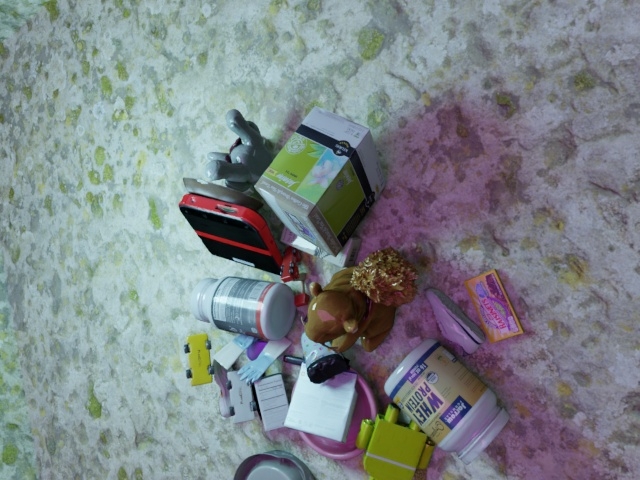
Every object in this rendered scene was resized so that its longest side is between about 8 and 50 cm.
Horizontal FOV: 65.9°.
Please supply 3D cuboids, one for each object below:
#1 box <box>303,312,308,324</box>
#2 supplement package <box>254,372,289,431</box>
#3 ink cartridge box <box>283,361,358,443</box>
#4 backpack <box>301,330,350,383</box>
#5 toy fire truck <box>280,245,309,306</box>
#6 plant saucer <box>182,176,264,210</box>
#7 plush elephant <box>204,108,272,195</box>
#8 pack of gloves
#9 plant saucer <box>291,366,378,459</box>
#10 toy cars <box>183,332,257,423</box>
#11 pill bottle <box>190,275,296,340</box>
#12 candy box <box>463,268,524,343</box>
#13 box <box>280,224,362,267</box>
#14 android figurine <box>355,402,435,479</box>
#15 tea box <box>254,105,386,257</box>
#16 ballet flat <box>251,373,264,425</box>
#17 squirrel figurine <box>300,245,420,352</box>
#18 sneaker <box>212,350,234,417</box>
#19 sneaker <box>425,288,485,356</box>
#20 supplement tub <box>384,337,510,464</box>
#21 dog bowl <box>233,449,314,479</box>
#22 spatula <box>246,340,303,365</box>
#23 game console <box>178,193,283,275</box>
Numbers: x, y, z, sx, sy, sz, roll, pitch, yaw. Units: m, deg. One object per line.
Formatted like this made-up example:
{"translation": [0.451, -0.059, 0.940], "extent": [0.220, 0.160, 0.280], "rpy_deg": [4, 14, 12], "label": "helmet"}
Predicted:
{"translation": [-0.018, 0.297, 1.806], "extent": [0.083, 0.018, 0.067], "rpy_deg": [36, 105, 24], "label": "box"}
{"translation": [-0.174, 0.590, 1.816], "extent": [0.105, 0.105, 0.180], "rpy_deg": [-13, 81, -9], "label": "supplement package"}
{"translation": [0.009, 0.540, 1.658], "extent": [0.223, 0.045, 0.224], "rpy_deg": [4, 63, 29], "label": "ink cartridge box"}
{"translation": [0.007, 0.374, 1.670], "extent": [0.151, 0.115, 0.182], "rpy_deg": [-24, 36, 4], "label": "backpack"}
{"translation": [-0.088, 0.130, 1.801], "extent": [0.047, 0.135, 0.192], "rpy_deg": [-18, 47, 27], "label": "toy fire truck"}
{"translation": [-0.365, -0.161, 1.836], "extent": [0.310, 0.310, 0.050], "rpy_deg": [15, 86, 28], "label": "plant saucer"}
{"translation": [-0.302, -0.298, 1.854], "extent": [0.255, 0.329, 0.272], "rpy_deg": [0, 75, 51], "label": "plush elephant"}
{"translation": [-0.253, 0.421, 1.857], "extent": [0.195, 0.232, 0.046], "rpy_deg": [30, 146, 27], "label": "pack of gloves"}
{"translation": [0.056, 0.584, 1.725], "extent": [0.331, 0.084, 0.333], "rpy_deg": [-1, 88, 28], "label": "plant saucer"}
{"translation": [-0.376, 0.518, 1.867], "extent": [0.393, 0.087, 0.176], "rpy_deg": [39, 74, 6], "label": "toy cars"}
{"translation": [-0.291, 0.243, 1.848], "extent": [0.362, 0.210, 0.211], "rpy_deg": [5, 91, 29], "label": "pill bottle"}
{"translation": [0.528, 0.201, 1.508], "extent": [0.105, 0.027, 0.206], "rpy_deg": [-28, 76, 28], "label": "candy box"}
{"translation": [0.000, 0.000, 1.759], "extent": [0.275, 0.094, 0.113], "rpy_deg": [20, 98, 27], "label": "box"}
{"translation": [0.237, 0.666, 1.589], "extent": [0.248, 0.056, 0.273], "rpy_deg": [16, 96, 0], "label": "android figurine"}
{"translation": [0.016, -0.175, 1.569], "extent": [0.219, 0.329, 0.324], "rpy_deg": [29, 77, 26], "label": "tea box"}
{"translation": [-0.228, 0.606, 1.892], "extent": [0.084, 0.058, 0.250], "rpy_deg": [-20, 80, 27], "label": "ballet flat"}
{"translation": [0.112, 0.170, 1.532], "extent": [0.397, 0.370, 0.281], "rpy_deg": [-45, 69, 16], "label": "squirrel figurine"}
{"translation": [-0.342, 0.558, 1.946], "extent": [0.120, 0.099, 0.263], "rpy_deg": [-12, 88, 16], "label": "sneaker"}
{"translation": [0.402, 0.253, 1.546], "extent": [0.235, 0.090, 0.095], "rpy_deg": [51, 120, 21], "label": "sneaker"}
{"translation": [0.374, 0.474, 1.473], "extent": [0.316, 0.228, 0.228], "rpy_deg": [42, 108, 23], "label": "supplement tub"}
{"translation": [-0.160, 0.947, 1.825], "extent": [0.348, 0.102, 0.349], "rpy_deg": [-1, 88, 28], "label": "dog bowl"}
{"translation": [-0.153, 0.440, 1.870], "extent": [0.296, 0.030, 0.084], "rpy_deg": [7, 93, 28], "label": "spatula"}
{"translation": [-0.325, -0.020, 1.836], "extent": [0.386, 0.342, 0.060], "rpy_deg": [15, 59, 29], "label": "game console"}
